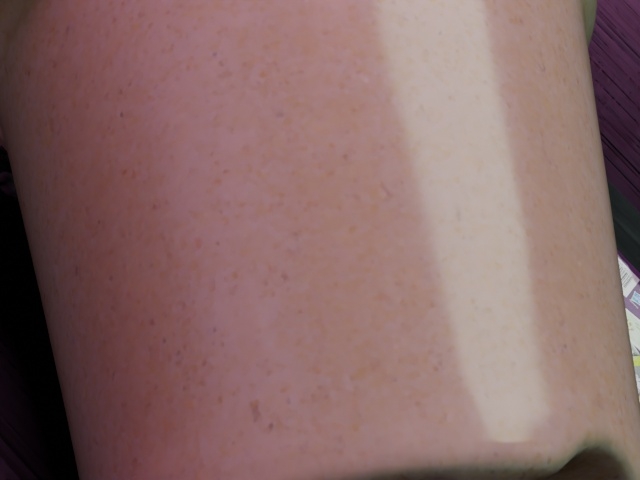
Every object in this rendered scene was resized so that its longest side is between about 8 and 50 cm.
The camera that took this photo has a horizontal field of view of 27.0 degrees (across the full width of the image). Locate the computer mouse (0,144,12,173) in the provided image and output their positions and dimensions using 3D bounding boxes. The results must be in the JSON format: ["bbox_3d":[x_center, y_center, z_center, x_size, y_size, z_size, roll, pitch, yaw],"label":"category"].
[{"bbox_3d":[-0.116,-0.011,0.782,0.193,0.042,0.106,45,17,-1],"label":"computer mouse"}]

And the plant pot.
[{"bbox_3d":[0.000,0.000,0.596,0.334,0.334,0.305,26,46,-47],"label":"plant pot"}]

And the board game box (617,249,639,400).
[{"bbox_3d":[0.295,0.190,1.075,0.347,0.056,0.208,46,50,0],"label":"board game box"}]
